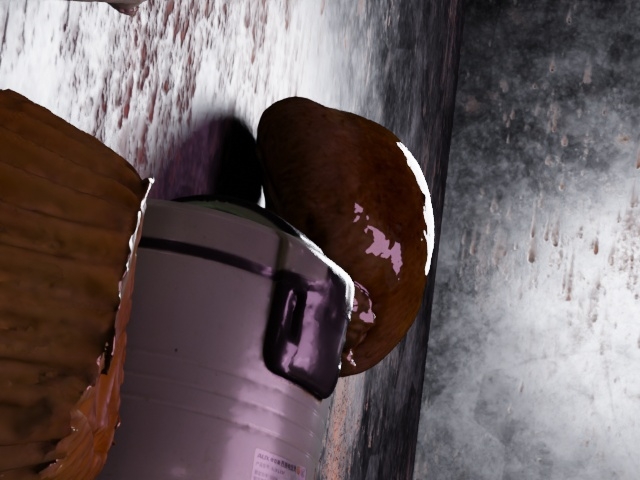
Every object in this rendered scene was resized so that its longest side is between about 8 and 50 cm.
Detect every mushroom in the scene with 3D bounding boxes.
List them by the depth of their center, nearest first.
[{"bbox_3d":[0.010,0.006,1.438,0.263,0.195,0.283,89,13,-50],"label":"mushroom"}]

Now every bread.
[{"bbox_3d":[-0.165,0.040,0.746,0.240,0.139,0.239,-170,-90,-87],"label":"bread"}]

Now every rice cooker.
[{"bbox_3d":[-0.096,0.085,0.946,0.226,0.226,0.244,69,32,-64],"label":"rice cooker"}]

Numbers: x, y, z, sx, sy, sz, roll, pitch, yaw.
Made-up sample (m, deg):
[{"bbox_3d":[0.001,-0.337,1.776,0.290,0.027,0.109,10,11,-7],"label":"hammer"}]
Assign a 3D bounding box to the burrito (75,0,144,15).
[{"bbox_3d":[-0.143,-0.209,0.873,0.299,0.105,0.143,-23,121,-78],"label":"burrito"}]
